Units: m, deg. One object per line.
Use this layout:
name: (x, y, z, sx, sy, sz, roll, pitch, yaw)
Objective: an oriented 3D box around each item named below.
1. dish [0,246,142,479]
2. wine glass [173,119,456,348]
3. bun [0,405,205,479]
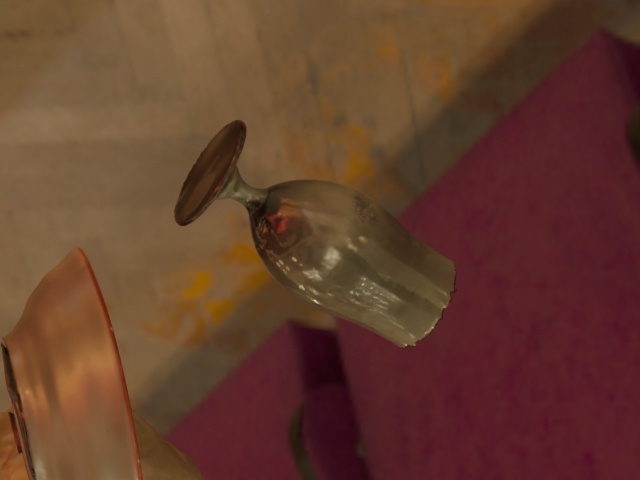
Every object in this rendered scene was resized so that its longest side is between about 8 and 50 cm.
dish: (-0.209, 0.141, 1.472, 0.085, 0.260, 0.260, -11, 137, -14)
wine glass: (0.000, 0.000, 1.329, 0.202, 0.093, 0.093, 31, 130, -18)
bun: (-0.284, 0.263, 1.789, 0.361, 0.213, 0.361, -13, 170, -2)
